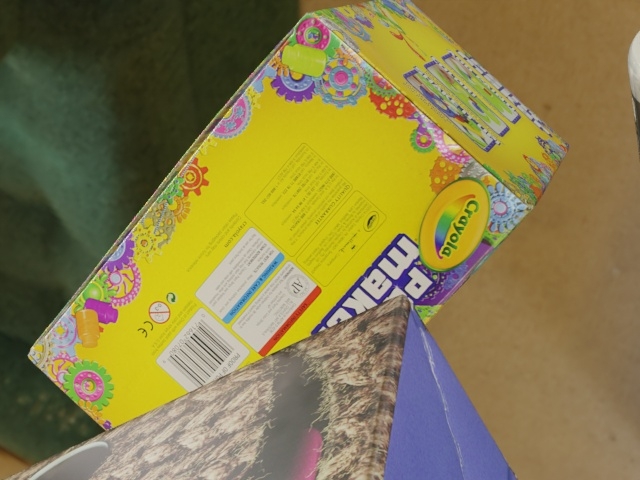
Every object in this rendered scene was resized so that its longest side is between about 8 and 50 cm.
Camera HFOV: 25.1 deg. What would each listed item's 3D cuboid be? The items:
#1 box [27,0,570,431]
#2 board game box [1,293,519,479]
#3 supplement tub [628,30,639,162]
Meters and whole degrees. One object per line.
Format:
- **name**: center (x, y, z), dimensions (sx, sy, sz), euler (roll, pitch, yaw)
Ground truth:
- **box**: center (0.000, 0.000, 0.983), dimensions (0.177, 0.279, 0.290), euler (42, 109, 3)
- **board game box**: center (-0.069, 0.180, 0.518), dimensions (0.291, 0.232, 0.141), euler (-26, 108, 17)
- **supplement tub**: center (0.457, -0.095, 1.620), dimensions (0.193, 0.193, 0.316), euler (7, 130, 29)
